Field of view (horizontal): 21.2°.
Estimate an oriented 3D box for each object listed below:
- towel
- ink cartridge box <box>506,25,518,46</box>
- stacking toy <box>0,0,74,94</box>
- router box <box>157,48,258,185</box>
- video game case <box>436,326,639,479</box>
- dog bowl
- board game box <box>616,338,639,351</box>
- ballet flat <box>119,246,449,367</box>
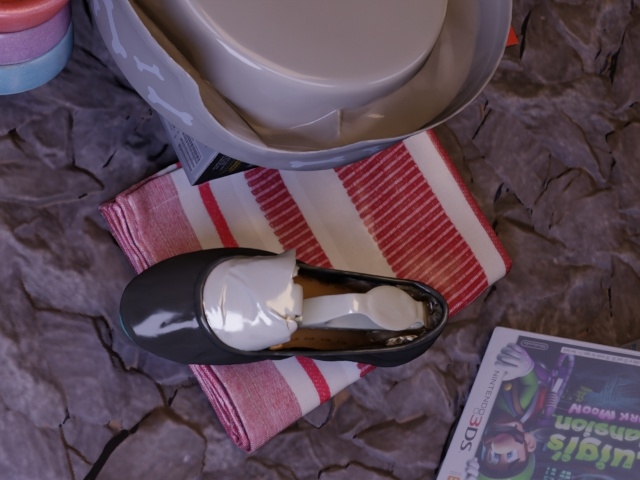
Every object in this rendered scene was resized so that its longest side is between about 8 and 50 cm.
[{"bbox_3d":[0.000,0.000,1.460,0.329,0.037,0.237,-31,92,-32],"label":"towel"},{"bbox_3d":[0.139,-0.204,1.602,0.115,0.029,0.063,-18,83,-31],"label":"ink cartridge box"},{"bbox_3d":[-0.356,-0.172,1.308,0.279,0.130,0.309,39,53,18],"label":"stacking toy"},{"bbox_3d":[-0.056,-0.221,1.447,0.243,0.081,0.309,-18,75,-32],"label":"router box"},{"bbox_3d":[0.210,0.163,1.453,0.173,0.190,0.022,-66,150,-27],"label":"video game case"},{"bbox_3d":[-0.025,-0.211,1.346,0.348,0.102,0.349,11,62,-21],"label":"dog bowl"},{"bbox_3d":[0.409,0.193,1.560,0.275,0.142,0.144,24,65,-21],"label":"board game box"},{"bbox_3d":[-0.018,0.049,1.357,0.280,0.096,0.095,3,76,-31],"label":"ballet flat"}]
